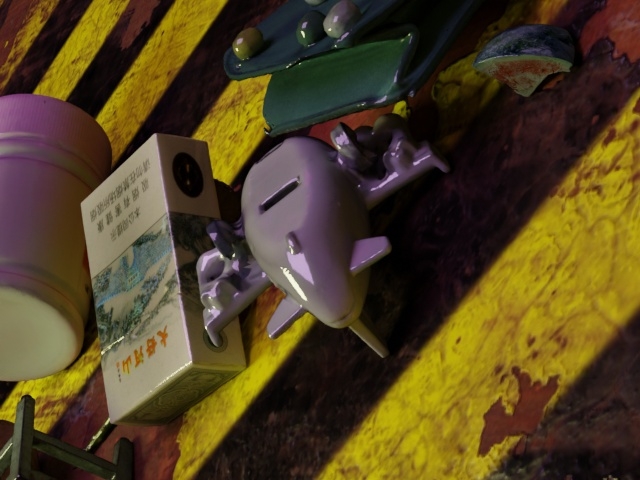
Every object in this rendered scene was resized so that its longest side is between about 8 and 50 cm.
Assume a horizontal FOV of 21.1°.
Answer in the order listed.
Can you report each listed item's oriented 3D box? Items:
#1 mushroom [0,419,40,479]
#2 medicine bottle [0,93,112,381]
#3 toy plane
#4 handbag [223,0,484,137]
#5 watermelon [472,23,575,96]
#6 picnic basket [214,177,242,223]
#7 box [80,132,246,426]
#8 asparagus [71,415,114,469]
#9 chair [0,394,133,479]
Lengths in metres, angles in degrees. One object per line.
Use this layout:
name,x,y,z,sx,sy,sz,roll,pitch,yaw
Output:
mushroom,-0.414,0.331,1.961,0.278,0.146,0.278,-37,35,31
medicine bottle,-0.374,-0.005,2.148,0.202,0.202,0.316,-40,33,41
toy plane,-0.003,-0.004,1.517,0.266,0.122,0.267,-30,33,22
handbag,0.052,-0.225,1.550,0.274,0.100,0.268,-50,18,-20
watermelon,0.175,-0.143,1.406,0.085,0.085,0.061,-109,10,-57
picnic basket,-0.116,-0.025,1.839,0.083,0.072,0.072,103,-173,-76
box,-0.165,0.042,1.757,0.164,0.069,0.257,-38,55,44
asparagus,-0.243,0.215,1.903,0.014,0.015,0.114,52,121,25
chair,-0.280,0.306,1.732,0.136,0.147,0.270,-49,27,27
